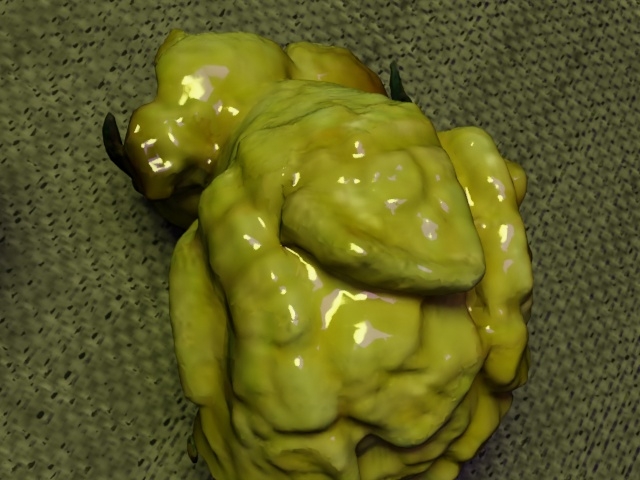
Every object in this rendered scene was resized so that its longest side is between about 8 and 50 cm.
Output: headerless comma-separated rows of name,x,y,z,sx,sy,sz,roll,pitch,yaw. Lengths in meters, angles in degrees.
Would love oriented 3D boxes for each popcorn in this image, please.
popcorn,0.003,0.008,0.477,0.173,0.168,0.195,-28,43,-10
